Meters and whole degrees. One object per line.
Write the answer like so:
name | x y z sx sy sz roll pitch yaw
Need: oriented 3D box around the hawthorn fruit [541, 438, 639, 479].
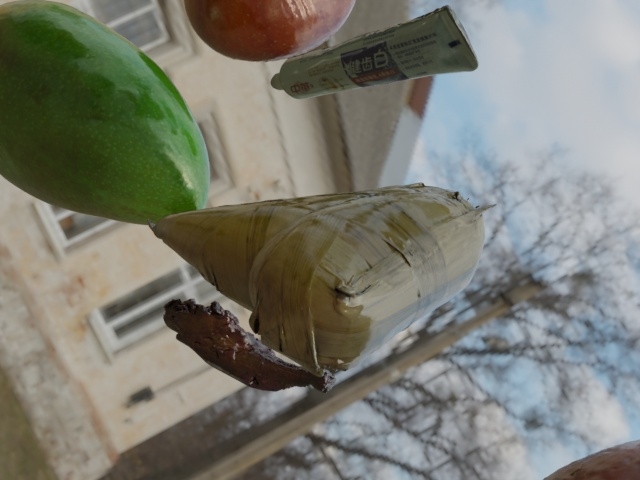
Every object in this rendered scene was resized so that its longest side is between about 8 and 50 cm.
hawthorn fruit | 0.228 0.263 0.771 0.295 0.295 0.311 59 6 15

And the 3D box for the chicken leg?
chicken leg | -0.080 0.117 1.305 0.205 0.053 0.093 26 -38 7

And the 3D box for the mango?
mango | -0.268 -0.134 1.399 0.382 0.201 0.225 34 -61 29

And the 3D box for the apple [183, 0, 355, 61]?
apple | -0.062 -0.337 1.563 0.210 0.235 0.173 10 -45 24

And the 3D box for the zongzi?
zongzi | 0.000 0.000 0.891 0.197 0.194 0.099 30 -52 34

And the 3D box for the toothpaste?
toothpaste | 0.037 -0.151 1.044 0.233 0.038 0.060 -5 -53 47
